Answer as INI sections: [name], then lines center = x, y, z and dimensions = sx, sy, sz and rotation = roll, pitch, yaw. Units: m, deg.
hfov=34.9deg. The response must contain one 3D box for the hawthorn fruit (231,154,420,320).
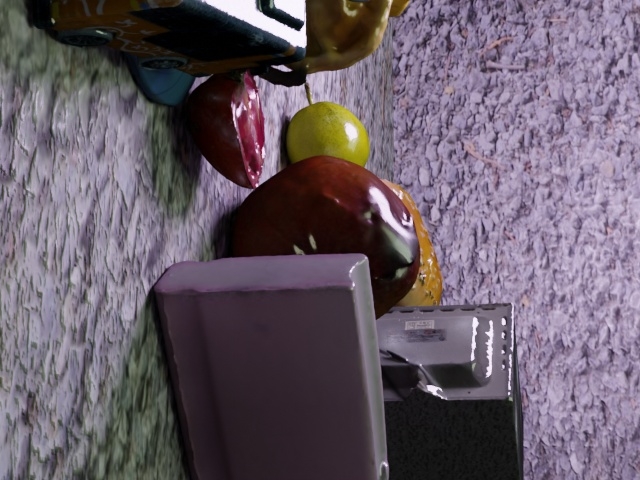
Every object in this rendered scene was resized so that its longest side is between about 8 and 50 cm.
[hawthorn fruit]
center = 0.007, 0.011, 1.642
dimensions = 0.325, 0.309, 0.308
rotation = -19, 105, -78

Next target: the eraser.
[eraser]
center = -0.055, 0.204, 1.356
dimensions = 0.122, 0.272, 0.359
rotation = -63, 147, -65

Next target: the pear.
[pear]
center = 0.005, -0.207, 2.012
dimensions = 0.180, 0.166, 0.216
rotation = 4, 61, -64

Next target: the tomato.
[tomato]
center = -0.139, -0.159, 1.456
dimensions = 0.189, 0.099, 0.173
rotation = -78, 162, -57

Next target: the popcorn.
[popcorn]
center = -0.026, -0.385, 1.502
dimensions = 0.349, 0.349, 0.381
rotation = 66, 32, -57

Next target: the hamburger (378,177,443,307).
[hamburger]
center = 0.101, 0.088, 1.960
dimensions = 0.445, 0.268, 0.286
rotation = 67, 9, -59

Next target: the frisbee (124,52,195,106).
[frisbee]
center = -0.200, -0.321, 1.342
dimensions = 0.289, 0.049, 0.289
rotation = -3, 90, -77

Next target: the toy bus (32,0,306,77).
[toy bus]
center = -0.155, -0.287, 1.137
dimensions = 0.323, 0.194, 0.161
rotation = 3, 83, -65

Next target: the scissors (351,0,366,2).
[scissors]
center = -0.049, -0.492, 1.319
dimensions = 0.029, 0.256, 0.383
rotation = -108, -166, -77

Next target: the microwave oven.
[microwave oven]
center = 0.126, 0.295, 1.763
dimensions = 0.236, 0.432, 0.374
rotation = -76, 158, -53
